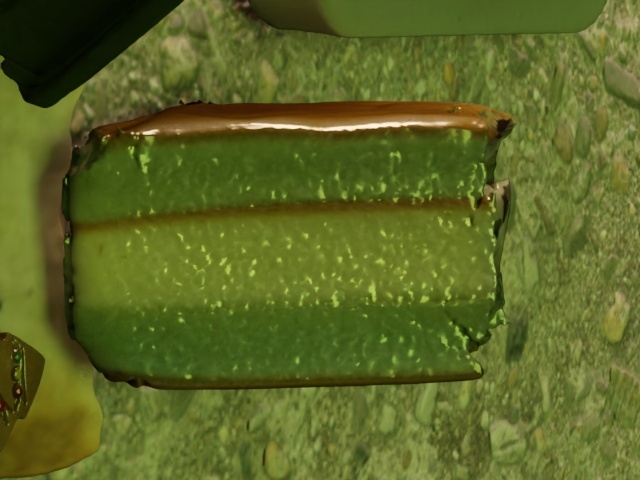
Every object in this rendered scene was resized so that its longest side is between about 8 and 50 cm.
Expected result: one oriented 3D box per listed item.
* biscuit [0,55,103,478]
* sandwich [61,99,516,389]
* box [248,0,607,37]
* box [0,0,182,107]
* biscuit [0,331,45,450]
[{"bbox_3d":[-0.193,-0.021,1.004,0.204,0.040,0.309,-13,104,-52],"label":"biscuit"},{"bbox_3d":[0.000,0.001,1.097,0.227,0.198,0.155,-17,108,-64],"label":"sandwich"},{"bbox_3d":[0.094,-0.321,1.286,0.367,0.090,0.373,-8,107,-53],"label":"box"},{"bbox_3d":[-0.114,-0.255,0.896,0.177,0.253,0.329,23,67,-19],"label":"box"},{"bbox_3d":[-0.171,0.078,0.997,0.092,0.016,0.082,-23,111,-48],"label":"biscuit"}]
